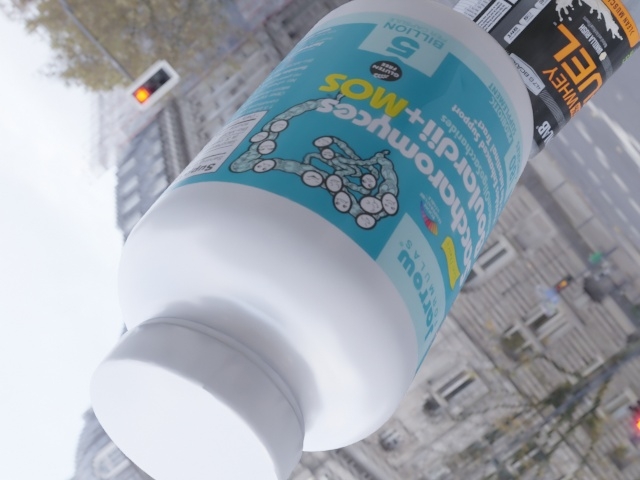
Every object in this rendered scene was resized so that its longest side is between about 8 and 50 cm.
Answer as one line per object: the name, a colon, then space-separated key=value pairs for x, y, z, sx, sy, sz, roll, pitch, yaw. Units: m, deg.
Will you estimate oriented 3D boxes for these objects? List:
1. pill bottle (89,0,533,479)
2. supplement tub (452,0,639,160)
pill bottle: x=0.000 y=0.000 z=0.495 sx=0.146 sy=0.146 sz=0.264 roll=48 pitch=-132 yaw=-16
supplement tub: x=0.145 y=-0.136 z=0.709 sx=0.117 sy=0.190 sz=0.117 roll=42 pitch=-177 yaw=-3
